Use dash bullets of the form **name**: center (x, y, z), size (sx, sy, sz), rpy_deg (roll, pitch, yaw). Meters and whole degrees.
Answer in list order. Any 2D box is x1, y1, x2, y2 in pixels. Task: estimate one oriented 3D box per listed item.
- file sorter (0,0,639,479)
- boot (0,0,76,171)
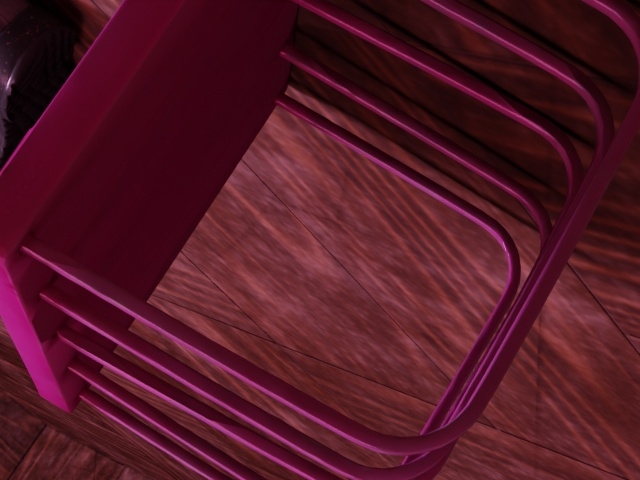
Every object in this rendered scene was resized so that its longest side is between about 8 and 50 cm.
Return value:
- **file sorter**: center (0.000, 0.000, 0.730), size (0.182, 0.202, 0.291), rpy_deg (31, 165, 5)
- **boot**: center (-0.234, -0.130, 1.080), size (0.161, 0.083, 0.246), rpy_deg (40, 159, 1)
